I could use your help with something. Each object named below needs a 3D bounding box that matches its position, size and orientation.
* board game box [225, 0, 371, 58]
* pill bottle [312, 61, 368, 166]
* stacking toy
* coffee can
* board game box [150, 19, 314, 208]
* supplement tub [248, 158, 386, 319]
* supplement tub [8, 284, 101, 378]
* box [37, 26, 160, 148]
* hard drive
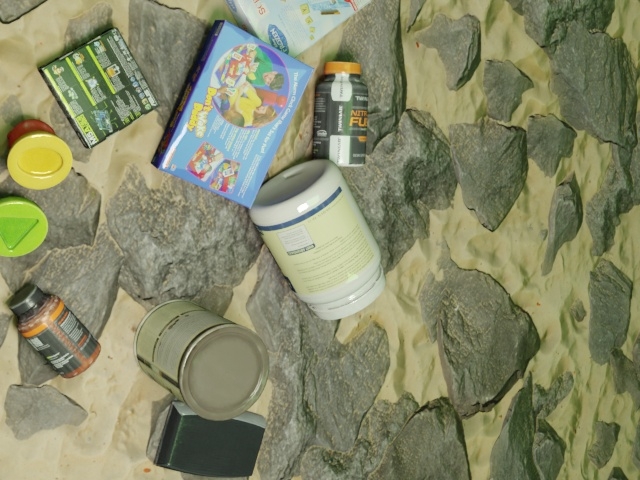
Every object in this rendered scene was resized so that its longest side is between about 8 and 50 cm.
[{"bbox_3d":[-0.076,-0.606,1.947,0.318,0.066,0.319,-40,117,-20],"label":"board game box"},{"bbox_3d":[0.048,-0.303,2.036,0.130,0.130,0.246,-3,99,-32],"label":"pill bottle"},{"bbox_3d":[-0.664,-0.117,1.659,0.308,0.130,0.280,0,124,-30],"label":"stacking toy"},{"bbox_3d":[-0.263,0.250,1.838,0.201,0.275,0.202,-6,101,-32],"label":"coffee can"},{"bbox_3d":[-0.193,-0.275,1.876,0.233,0.078,0.347,24,93,-27],"label":"board game box"},{"bbox_3d":[0.000,0.000,1.990,0.235,0.235,0.325,-38,116,-22],"label":"supplement tub"},{"bbox_3d":[-0.550,0.184,1.748,0.106,0.106,0.198,-43,118,-19],"label":"supplement tub"},{"bbox_3d":[-0.457,-0.317,1.766,0.184,0.045,0.191,-37,116,-20],"label":"box"},{"bbox_3d":[-0.252,0.479,2.012,0.254,0.054,0.172,18,88,-33],"label":"hard drive"}]
